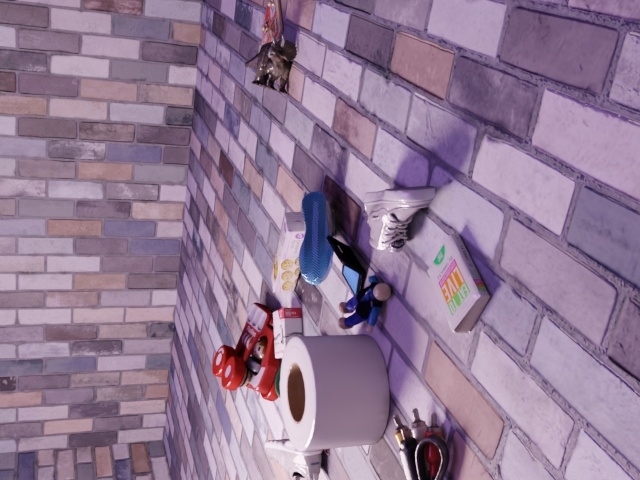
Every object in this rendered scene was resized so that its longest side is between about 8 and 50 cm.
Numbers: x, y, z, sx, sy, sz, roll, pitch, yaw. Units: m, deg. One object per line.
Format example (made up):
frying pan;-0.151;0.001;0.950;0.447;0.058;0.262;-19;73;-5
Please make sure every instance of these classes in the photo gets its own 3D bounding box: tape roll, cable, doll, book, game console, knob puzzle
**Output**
tape roll;0.025;0.329;1.623;0.246;0.169;0.246;-179;90;-69
cable;0.204;0.451;1.341;0.139;0.072;0.287;-18;84;51
doll;0.100;0.139;1.602;0.189;0.046;0.129;137;141;-54
book;0.236;0.072;1.269;0.144;0.035;0.096;-108;31;-43
game console;0.052;0.062;1.705;0.071;0.107;0.122;-51;34;14
knob puzzle;-0.167;-0.684;2.370;0.213;0.030;0.213;180;90;-70

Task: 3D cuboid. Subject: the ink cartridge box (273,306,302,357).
ink cartridge box;-0.092;0.262;2.095;0.099;0.056;0.135;146;123;-65

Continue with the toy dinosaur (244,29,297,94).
toy dinosaur;-0.141;-0.534;2.223;0.313;0.121;0.160;-134;60;-68

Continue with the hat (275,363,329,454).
hat;0.000;0.384;1.895;0.208;0.183;0.173;-47;30;-6

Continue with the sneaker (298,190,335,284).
sneaker;0.000;0.000;1.810;0.092;0.087;0.228;45;-135;-64

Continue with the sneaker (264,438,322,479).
sneaker;-0.078;0.588;1.977;0.281;0.105;0.115;146;122;-65

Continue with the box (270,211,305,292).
box;-0.084;0.038;2.015;0.324;0.067;0.063;109;154;-55

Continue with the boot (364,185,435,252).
boot;0.154;-0.039;1.425;0.258;0.095;0.123;-176;81;-78

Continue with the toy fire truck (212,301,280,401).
toy fire truck;-0.192;0.330;2.246;0.302;0.169;0.253;19;88;68
